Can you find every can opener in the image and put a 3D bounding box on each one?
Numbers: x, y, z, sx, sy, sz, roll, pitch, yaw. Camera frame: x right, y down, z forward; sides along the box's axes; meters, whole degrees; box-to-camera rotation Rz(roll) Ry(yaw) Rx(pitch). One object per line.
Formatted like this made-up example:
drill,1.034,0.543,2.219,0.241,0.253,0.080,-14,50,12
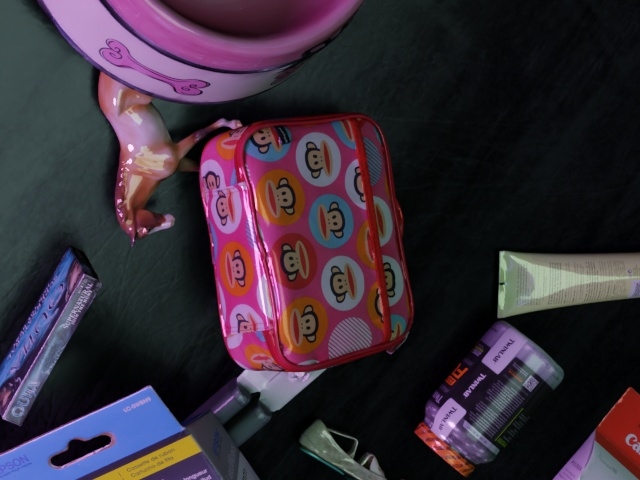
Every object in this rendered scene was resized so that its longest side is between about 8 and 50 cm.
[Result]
can opener,-0.098,0.201,1.558,0.280,0.093,0.074,-43,112,5

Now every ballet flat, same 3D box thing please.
ballet flat,0.045,0.290,1.643,0.168,0.057,0.052,38,80,-24

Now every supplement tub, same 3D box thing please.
supplement tub,0.218,0.209,1.647,0.117,0.117,0.190,42,87,-24

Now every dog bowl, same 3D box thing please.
dog bowl,-0.106,-0.350,1.305,0.408,0.150,0.407,0,90,-28

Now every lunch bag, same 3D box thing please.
lunch bag,0.000,0.000,1.471,0.258,0.120,0.293,-11,92,-39

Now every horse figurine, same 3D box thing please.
horse figurine,-0.185,-0.145,1.437,0.175,0.066,0.263,-23,112,-18

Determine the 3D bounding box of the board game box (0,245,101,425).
board game box,-0.313,0.105,1.425,0.026,0.126,0.186,29,93,-24

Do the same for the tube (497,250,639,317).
tube,0.351,0.050,1.688,0.240,0.062,0.070,-4,62,-13

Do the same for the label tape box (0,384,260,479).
label tape box,-0.205,0.313,1.489,0.241,0.106,0.333,-25,113,13

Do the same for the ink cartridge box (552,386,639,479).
ink cartridge box,0.436,0.356,1.800,0.189,0.066,0.232,41,93,-24

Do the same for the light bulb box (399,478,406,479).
light bulb box,0.193,0.572,1.677,0.361,0.225,0.357,30,94,-23
